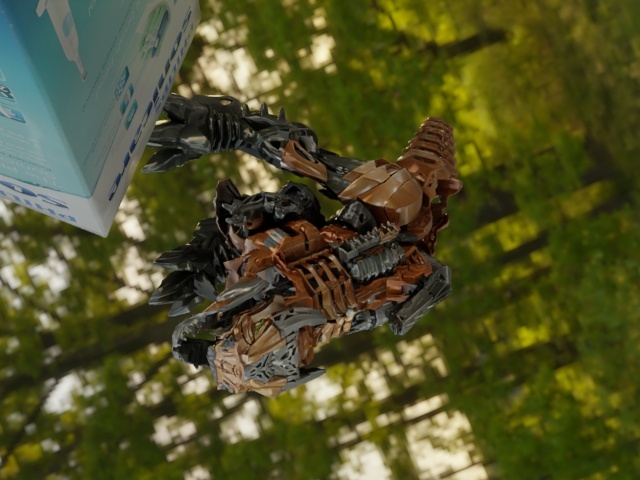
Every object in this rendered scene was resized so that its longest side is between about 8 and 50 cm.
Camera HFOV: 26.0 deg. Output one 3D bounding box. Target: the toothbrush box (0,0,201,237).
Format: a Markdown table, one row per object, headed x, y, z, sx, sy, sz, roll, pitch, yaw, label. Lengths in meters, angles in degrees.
| x | y | z | sx | sy | sz | roll | pitch | yaw | label |
| --- | --- | --- | --- | --- | --- | --- | --- | --- | --- |
| -0.169 | -0.125 | 0.518 | 0.295 | 0.216 | 0.126 | 96 | -165 | -75 | toothbrush box |

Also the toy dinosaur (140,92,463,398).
| x | y | z | sx | sy | sz | roll | pitch | yaw | label |
| --- | --- | --- | --- | --- | --- | --- | --- | --- | --- |
| 0.000 | 0.000 | 0.920 | 0.322 | 0.218 | 0.164 | -12 | -66 | -60 | toy dinosaur |
